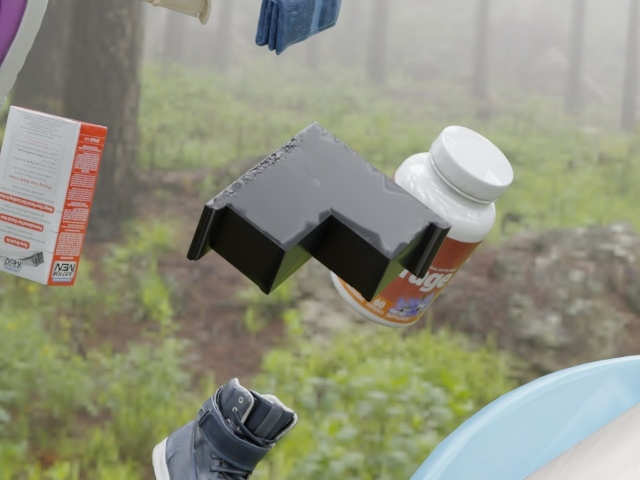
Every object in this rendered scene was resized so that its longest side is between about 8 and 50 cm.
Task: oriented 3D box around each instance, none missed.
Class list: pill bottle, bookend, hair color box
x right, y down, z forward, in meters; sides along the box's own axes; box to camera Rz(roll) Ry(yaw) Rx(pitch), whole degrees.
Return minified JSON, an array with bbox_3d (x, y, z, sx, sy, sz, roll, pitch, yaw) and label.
[{"bbox_3d":[0.112,-0.016,1.669,0.121,0.216,0.121,24,34,-18],"label":"pill bottle"},{"bbox_3d":[0.000,0.000,1.304,0.157,0.072,0.156,37,47,13],"label":"bookend"},{"bbox_3d":[-0.283,-0.045,1.563,0.093,0.167,0.053,15,4,26],"label":"hair color box"}]

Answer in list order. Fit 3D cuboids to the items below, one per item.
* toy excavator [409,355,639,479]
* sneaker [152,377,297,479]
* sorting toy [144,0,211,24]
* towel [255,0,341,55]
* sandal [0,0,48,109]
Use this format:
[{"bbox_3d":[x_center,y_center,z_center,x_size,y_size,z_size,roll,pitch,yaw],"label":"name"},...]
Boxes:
[{"bbox_3d":[0.178,0.249,0.645,0.222,0.433,0.445,-33,-3,-5],"label":"toy excavator"},{"bbox_3d":[-0.091,0.246,1.587,0.086,0.163,0.226,33,23,-37],"label":"sneaker"},{"bbox_3d":[-0.110,-0.197,1.051,0.083,0.075,0.045,13,-41,-35],"label":"sorting toy"},{"bbox_3d":[-0.017,-0.228,1.512,0.029,0.067,0.119,25,33,25],"label":"towel"},{"bbox_3d":[-0.348,-0.188,1.381,0.169,0.416,0.102,32,32,17],"label":"sandal"}]
